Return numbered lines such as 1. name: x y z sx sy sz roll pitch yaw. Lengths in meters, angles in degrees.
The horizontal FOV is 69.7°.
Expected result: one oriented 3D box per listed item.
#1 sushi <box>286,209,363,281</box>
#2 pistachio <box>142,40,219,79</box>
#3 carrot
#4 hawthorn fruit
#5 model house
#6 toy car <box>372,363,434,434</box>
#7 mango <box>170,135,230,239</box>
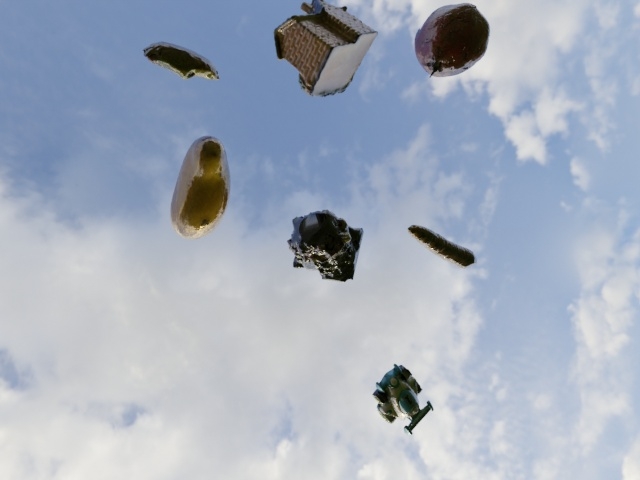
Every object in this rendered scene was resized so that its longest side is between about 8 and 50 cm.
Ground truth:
1. sushi: 0.000 0.000 1.173 0.150 0.172 0.153 62 -142 -58
2. pistachio: -0.293 -0.392 1.001 0.172 0.049 0.090 4 -128 -36
3. carrot: 0.352 0.018 1.327 0.314 0.066 0.066 24 -95 -39
4. hawthorn fruit: 0.326 -0.495 1.171 0.181 0.181 0.235 49 -122 -24
5. model house: -0.010 -0.431 1.011 0.172 0.166 0.183 44 -137 8
6. toy car: 0.204 0.381 1.117 0.126 0.098 0.161 -40 -46 -19
7. mango: -0.245 -0.109 0.970 0.108 0.157 0.262 11 -46 -28
